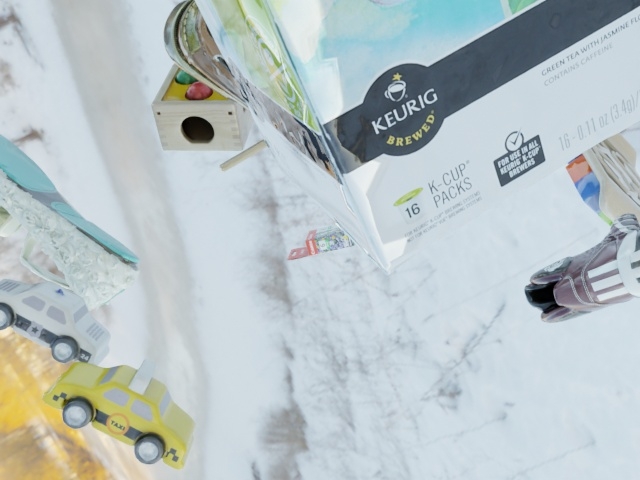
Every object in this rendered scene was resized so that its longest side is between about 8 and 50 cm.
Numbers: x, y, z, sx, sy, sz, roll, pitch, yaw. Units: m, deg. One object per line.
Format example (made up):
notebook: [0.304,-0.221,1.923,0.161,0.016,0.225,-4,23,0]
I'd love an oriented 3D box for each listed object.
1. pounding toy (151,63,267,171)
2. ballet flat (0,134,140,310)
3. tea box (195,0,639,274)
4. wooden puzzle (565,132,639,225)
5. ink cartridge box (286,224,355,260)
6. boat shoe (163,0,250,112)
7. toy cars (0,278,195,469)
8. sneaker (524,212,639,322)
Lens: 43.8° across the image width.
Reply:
pounding toy: [-0.137,-0.190,1.181,0.181,0.206,0.094,-79,-14,-48]
ballet flat: [-0.480,-0.032,1.330,0.409,0.147,0.147,39,153,15]
tea box: [0.081,-0.219,0.518,0.324,0.329,0.220,63,172,-31]
wooden puzzle: [0.531,-0.106,1.456,0.322,0.080,0.348,32,-144,-32]
ink cartridge box: [0.000,0.000,1.299,0.063,0.115,0.029,-72,-32,-73]
boat shoe: [-0.015,-0.160,0.845,0.104,0.307,0.111,14,87,55]
toy cars: [-0.296,0.142,1.019,0.393,0.087,0.176,35,-170,35]
sneaker: [0.349,0.040,1.042,0.281,0.162,0.107,-4,-107,-68]
